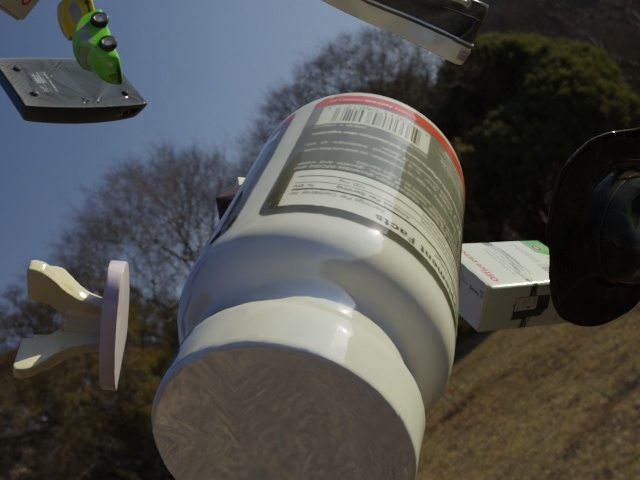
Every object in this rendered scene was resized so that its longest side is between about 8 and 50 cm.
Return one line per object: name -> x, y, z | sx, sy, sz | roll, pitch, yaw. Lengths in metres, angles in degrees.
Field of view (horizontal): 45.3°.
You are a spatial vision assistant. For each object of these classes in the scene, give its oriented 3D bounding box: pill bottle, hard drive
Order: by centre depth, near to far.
pill bottle -> 0.007, 0.037, 0.626 | 0.210, 0.210, 0.363 | -46, 13, 32
hard drive -> -0.490, -0.294, 1.506 | 0.254, 0.172, 0.054 | -11, -40, -43

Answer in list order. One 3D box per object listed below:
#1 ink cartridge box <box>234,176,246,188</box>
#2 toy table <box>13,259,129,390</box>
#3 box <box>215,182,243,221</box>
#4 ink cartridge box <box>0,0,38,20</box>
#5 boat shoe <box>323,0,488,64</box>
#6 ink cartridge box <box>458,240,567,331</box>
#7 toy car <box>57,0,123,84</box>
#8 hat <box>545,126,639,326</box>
ink cartridge box -> -0.153, 0.000, 1.628 | 0.158, 0.092, 0.218 | -103, 25, -48
toy table -> -0.429, 0.148, 1.352 | 0.252, 0.160, 0.274 | -100, 19, -61
box -> 0.000, 0.000, 1.025 | 0.203, 0.167, 0.168 | 13, 34, 39
ink cartridge box -> -0.242, -0.295, 0.629 | 0.191, 0.082, 0.139 | -49, -5, 1
boat shoe -> 0.081, -0.347, 1.044 | 0.102, 0.301, 0.108 | -65, -12, 18
ink cartridge box -> 0.312, 0.071, 1.270 | 0.208, 0.153, 0.087 | -2, -63, -24
toy car -> -0.305, -0.290, 0.982 | 0.053, 0.225, 0.239 | -16, -27, -17
hat -> 0.473, -0.007, 1.112 | 0.331, 0.331, 0.134 | -40, 34, -23
